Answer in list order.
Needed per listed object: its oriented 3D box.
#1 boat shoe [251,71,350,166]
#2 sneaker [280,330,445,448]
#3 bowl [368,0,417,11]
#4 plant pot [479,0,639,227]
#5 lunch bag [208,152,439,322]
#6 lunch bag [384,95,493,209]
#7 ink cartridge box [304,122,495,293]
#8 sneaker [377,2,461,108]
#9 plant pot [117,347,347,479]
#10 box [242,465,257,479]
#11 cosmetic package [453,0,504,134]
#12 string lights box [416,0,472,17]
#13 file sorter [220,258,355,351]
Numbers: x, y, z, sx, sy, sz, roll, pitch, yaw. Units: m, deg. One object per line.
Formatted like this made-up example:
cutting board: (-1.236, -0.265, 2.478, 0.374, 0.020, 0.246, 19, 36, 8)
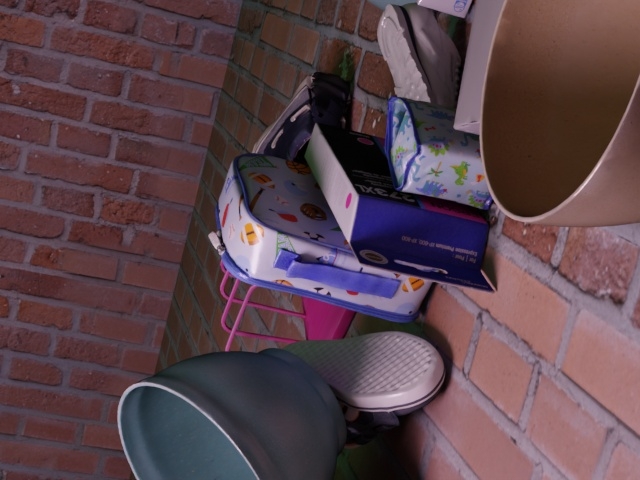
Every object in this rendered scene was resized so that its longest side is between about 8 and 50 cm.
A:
boat shoe: (-0.052, -0.144, 2.226, 0.340, 0.127, 0.158, 120, 163, -47)
sneaker: (0.064, 0.203, 1.636, 0.321, 0.127, 0.126, -4, 39, 51)
bowl: (0.090, -0.526, 1.954, 0.311, 0.163, 0.312, -169, 90, -75)
plant pot: (0.275, -0.135, 0.988, 0.284, 0.191, 0.284, -168, 90, -73)
lunch bag: (0.000, 0.000, 1.638, 0.243, 0.303, 0.115, -109, 38, -57)
lunch bag: (0.152, -0.120, 1.516, 0.151, 0.128, 0.096, -97, 25, -47)
ink cartridge box: (0.098, -0.050, 1.564, 0.371, 0.175, 0.069, -112, 37, -62)
sneaker: (0.155, -0.221, 1.673, 0.090, 0.095, 0.235, -35, 65, 61)
plant pot: (-0.091, 0.258, 1.569, 0.196, 0.293, 0.293, -35, -15, -37)
box: (-0.075, 0.434, 1.796, 0.311, 0.121, 0.148, 107, 176, -58)
cosmetic package: (0.233, -0.234, 1.373, 0.127, 0.107, 0.238, -176, 94, -74)
string lights box: (0.203, -0.454, 1.666, 0.133, 0.076, 0.260, -100, 27, -55)
file sorter: (-0.063, 0.052, 2.037, 0.291, 0.182, 0.202, -97, 25, -49)
